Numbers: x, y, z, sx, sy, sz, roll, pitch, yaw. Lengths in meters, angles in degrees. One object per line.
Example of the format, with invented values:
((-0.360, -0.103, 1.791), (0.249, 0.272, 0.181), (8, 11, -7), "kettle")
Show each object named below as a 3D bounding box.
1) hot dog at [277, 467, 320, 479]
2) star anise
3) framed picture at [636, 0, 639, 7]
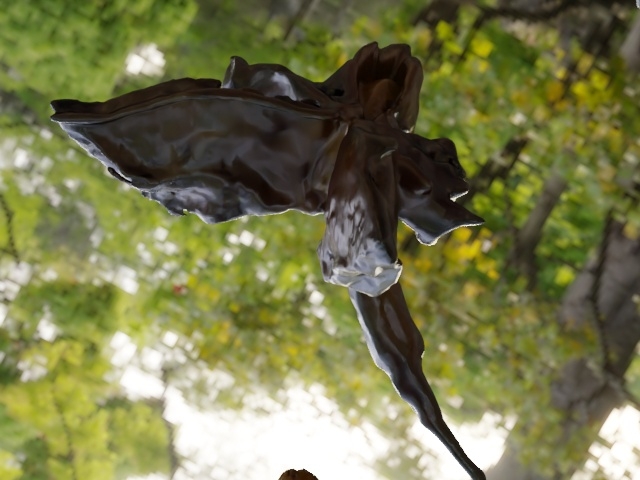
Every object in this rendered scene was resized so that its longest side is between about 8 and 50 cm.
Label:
((0.003, 0.142, 0.471), (0.038, 0.062, 0.144), (13, -122, -39), "hot dog")
((0.003, 0.005, 0.543), (0.158, 0.144, 0.140), (-21, -138, -41), "star anise")
((0.212, -0.317, 0.909), (0.016, 0.213, 0.289), (7, 146, 18), "framed picture")
